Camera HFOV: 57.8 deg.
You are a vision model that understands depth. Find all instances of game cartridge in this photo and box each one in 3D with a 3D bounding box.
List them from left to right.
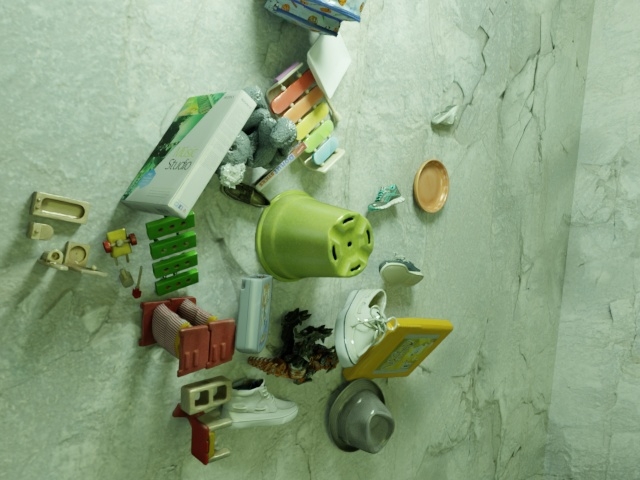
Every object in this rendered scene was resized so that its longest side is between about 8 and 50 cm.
[{"bbox_3d":[-0.168,0.190,1.510,0.062,0.297,0.198,0,89,2],"label":"game cartridge"},{"bbox_3d":[0.267,0.372,1.970,0.323,0.053,0.285,7,129,-44],"label":"game cartridge"}]

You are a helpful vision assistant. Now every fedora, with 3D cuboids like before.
[{"bbox_3d":[0.158,0.609,1.934,0.243,0.124,0.275,-36,127,-27],"label":"fedora"}]

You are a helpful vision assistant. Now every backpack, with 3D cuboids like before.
[{"bbox_3d":[-0.007,-0.664,1.538,0.276,0.263,0.213,-7,116,-43],"label":"backpack"}]

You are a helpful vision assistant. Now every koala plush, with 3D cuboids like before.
[{"bbox_3d":[-0.204,-0.235,1.468,0.221,0.196,0.203,-36,163,-29],"label":"koala plush"}]

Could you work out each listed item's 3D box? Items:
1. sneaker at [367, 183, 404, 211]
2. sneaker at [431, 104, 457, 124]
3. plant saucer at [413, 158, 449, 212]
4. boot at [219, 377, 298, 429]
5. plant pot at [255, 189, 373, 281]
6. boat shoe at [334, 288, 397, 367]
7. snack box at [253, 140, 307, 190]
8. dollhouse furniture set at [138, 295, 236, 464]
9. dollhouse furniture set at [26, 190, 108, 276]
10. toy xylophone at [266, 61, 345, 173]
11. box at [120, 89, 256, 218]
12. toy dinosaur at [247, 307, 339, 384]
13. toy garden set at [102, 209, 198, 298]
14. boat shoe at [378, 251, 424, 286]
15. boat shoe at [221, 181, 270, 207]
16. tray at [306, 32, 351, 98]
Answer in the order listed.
[{"bbox_3d":[0.212,-0.145,1.963,0.166,0.065,0.076,-23,95,-43],"label":"sneaker"},{"bbox_3d":[0.469,-0.456,2.157,0.152,0.053,0.061,-34,120,-36],"label":"sneaker"},{"bbox_3d":[0.405,-0.201,2.142,0.200,0.037,0.200,-6,99,-42],"label":"plant saucer"},{"bbox_3d":[-0.162,0.455,1.652,0.258,0.095,0.123,4,100,-43],"label":"boot"},{"bbox_3d":[0.000,0.000,1.638,0.276,0.254,0.276,-7,101,-42],"label":"plant pot"},{"bbox_3d":[0.152,0.252,1.769,0.367,0.156,0.136,-55,127,-64],"label":"boat shoe"},{"bbox_3d":[-0.110,-0.206,1.587,0.178,0.064,0.022,-42,107,-1],"label":"snack box"},{"bbox_3d":[-0.331,0.344,1.420,0.152,0.201,0.374,-7,106,-43],"label":"dollhouse furniture set"},{"bbox_3d":[-0.529,-0.013,1.226,0.144,0.123,0.151,13,86,-44],"label":"dollhouse furniture set"},{"bbox_3d":[-0.029,-0.368,1.679,0.236,0.081,0.323,-55,128,-24],"label":"toy xylophone"},{"bbox_3d":[-0.307,-0.202,1.336,0.058,0.232,0.322,45,65,-38],"label":"box"},{"bbox_3d":[-0.060,0.338,1.709,0.322,0.164,0.218,-12,120,-59],"label":"toy dinosaur"},{"bbox_3d":[-0.395,0.038,1.362,0.203,0.049,0.244,-19,142,-25],"label":"toy garden set"},{"bbox_3d":[0.271,0.099,2.013,0.254,0.079,0.095,11,128,-48],"label":"boat shoe"},{"bbox_3d":[-0.198,-0.127,1.574,0.152,0.049,0.056,18,84,-43],"label":"boat shoe"},{"bbox_3d":[0.021,-0.528,1.683,0.145,0.030,0.270,60,33,-30],"label":"tray"}]
